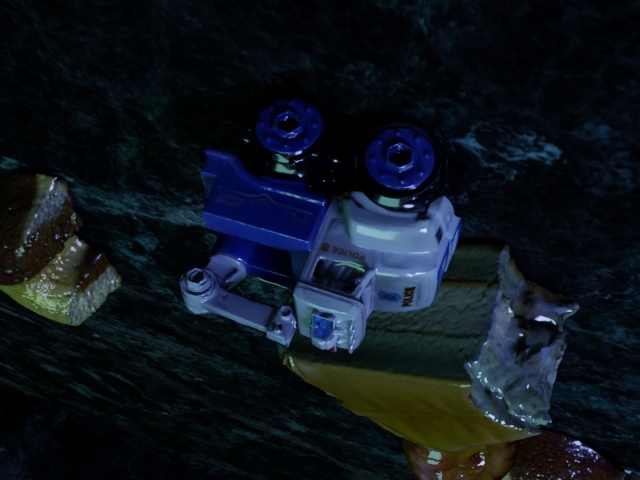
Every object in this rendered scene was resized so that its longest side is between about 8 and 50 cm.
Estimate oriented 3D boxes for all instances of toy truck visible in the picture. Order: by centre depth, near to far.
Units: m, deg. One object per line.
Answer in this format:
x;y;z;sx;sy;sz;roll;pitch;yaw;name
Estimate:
0.000;0.000;0.644;0.213;0.177;0.161;16;152;12;toy truck

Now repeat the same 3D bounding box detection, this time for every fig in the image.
0.184;0.248;1.023;0.149;0.148;0.202;48;-162;10;fig

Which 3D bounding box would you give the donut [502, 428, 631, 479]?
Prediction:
0.310;0.335;1.136;0.141;0.085;0.217;38;151;-30;donut

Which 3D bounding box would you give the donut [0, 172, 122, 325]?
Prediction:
-0.380;0.015;1.025;0.151;0.112;0.295;15;151;9;donut

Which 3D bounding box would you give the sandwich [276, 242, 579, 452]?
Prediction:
0.099;0.084;0.754;0.227;0.155;0.198;28;151;-13;sandwich
